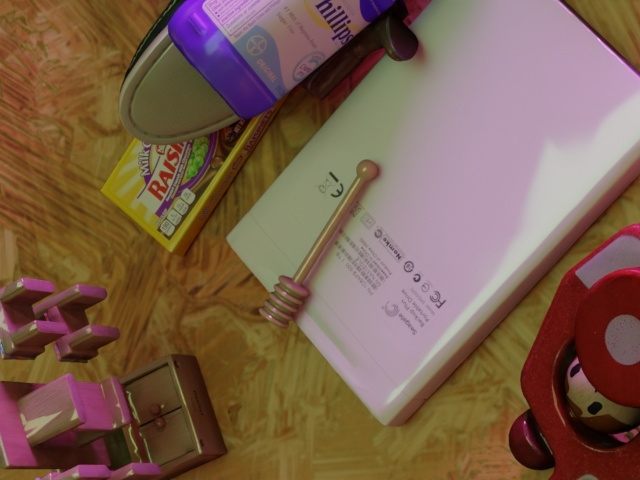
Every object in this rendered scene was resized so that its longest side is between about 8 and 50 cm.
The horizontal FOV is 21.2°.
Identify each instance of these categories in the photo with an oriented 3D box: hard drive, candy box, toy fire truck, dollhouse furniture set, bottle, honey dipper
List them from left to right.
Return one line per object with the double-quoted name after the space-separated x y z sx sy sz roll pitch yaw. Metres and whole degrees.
-0.222 0.169 1.480 0.161 0.242 0.212 -27 72 23 "dollhouse furniture set"
-0.112 -0.099 1.575 0.105 0.027 0.206 40 102 28 "candy box"
0.000 0.000 1.450 0.030 0.030 0.160 35 99 27 "honey dipper"
0.012 -0.224 1.396 0.283 0.118 0.092 -39 59 1 "bottle"
0.105 -0.049 1.441 0.353 0.047 0.233 -49 64 16 "hard drive"
0.253 0.155 1.284 0.254 0.169 0.302 -43 64 38 "toy fire truck"

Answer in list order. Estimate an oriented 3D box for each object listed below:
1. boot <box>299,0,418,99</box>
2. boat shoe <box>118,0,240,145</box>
0.028 -0.151 1.453 0.114 0.037 0.106 -39 25 22 "boot"
-0.056 -0.228 1.500 0.340 0.127 0.113 -47 40 9 "boat shoe"
